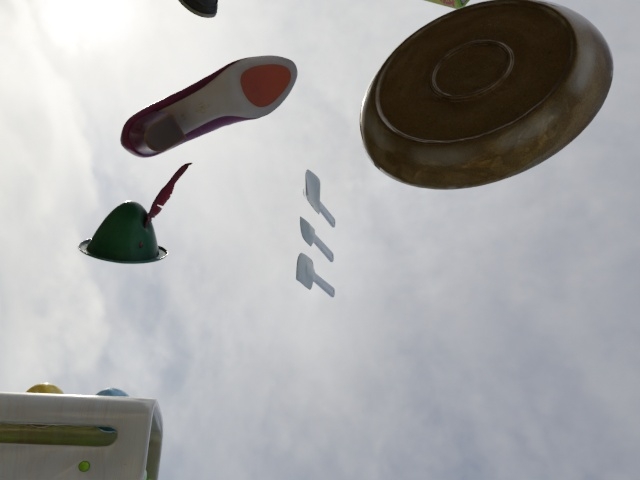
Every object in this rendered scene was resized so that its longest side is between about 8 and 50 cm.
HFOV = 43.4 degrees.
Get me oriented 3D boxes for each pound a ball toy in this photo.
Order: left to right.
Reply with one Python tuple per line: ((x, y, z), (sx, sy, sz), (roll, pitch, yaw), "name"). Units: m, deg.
((-0.352, 0.248, 0.957), (0.208, 0.319, 0.135), (97, -5, -60), "pound a ball toy")

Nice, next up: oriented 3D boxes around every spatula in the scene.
((0.000, 0.000, 1.240), (0.019, 0.242, 0.168), (-3, -103, 13), "spatula")

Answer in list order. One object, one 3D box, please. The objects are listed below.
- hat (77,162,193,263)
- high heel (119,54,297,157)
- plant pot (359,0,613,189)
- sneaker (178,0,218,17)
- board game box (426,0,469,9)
((-0.370, -0.067, 1.569), (0.208, 0.173, 0.183), (-63, 163, -78), "hat")
((-0.230, -0.281, 1.632), (0.181, 0.377, 0.127), (13, -54, 58), "high heel")
((0.139, -0.146, 0.728), (0.236, 0.032, 0.236), (-17, -134, 18), "plant pot")
((-0.261, -0.575, 1.674), (0.118, 0.083, 0.222), (-51, -123, 47), "sneaker")
((0.241, -0.459, 1.303), (0.092, 0.043, 0.181), (30, -105, 39), "board game box")
